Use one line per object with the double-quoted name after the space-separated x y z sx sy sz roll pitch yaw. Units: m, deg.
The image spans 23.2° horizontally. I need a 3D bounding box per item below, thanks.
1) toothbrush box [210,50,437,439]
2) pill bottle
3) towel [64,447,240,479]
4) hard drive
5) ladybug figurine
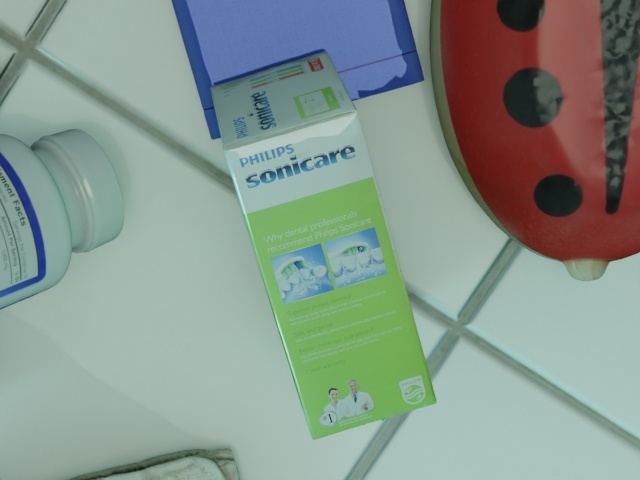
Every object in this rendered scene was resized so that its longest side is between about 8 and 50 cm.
0.000 0.000 1.397 0.122 0.206 0.283 -18 111 0 "toothbrush box"
-0.318 -0.006 1.384 0.272 0.152 0.152 -25 103 -32 "pill bottle"
-0.201 0.320 1.545 0.282 0.049 0.187 -15 100 -1 "towel"
-0.045 -0.275 1.451 0.210 0.040 0.319 -16 101 -1 "hard drive"
0.257 -0.180 1.427 0.305 0.162 0.449 -4 101 -3 "ladybug figurine"
